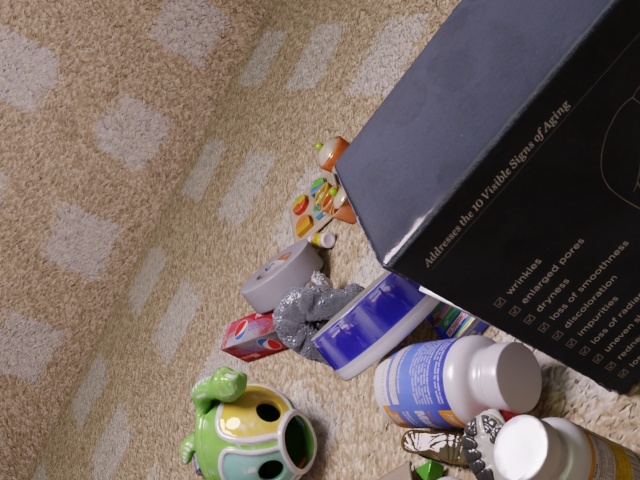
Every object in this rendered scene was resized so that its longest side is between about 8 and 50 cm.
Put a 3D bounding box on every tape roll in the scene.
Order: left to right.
[{"bbox_3d":[-0.099,0.091,1.908,0.219,0.072,0.219,-36,12,9],"label":"tape roll"}]

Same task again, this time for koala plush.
[{"bbox_3d":[-0.005,0.164,1.698,0.221,0.203,0.196,-94,16,-81],"label":"koala plush"}]

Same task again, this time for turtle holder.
[{"bbox_3d":[-0.144,0.402,1.603,0.227,0.243,0.320,-9,94,32],"label":"turtle holder"}]

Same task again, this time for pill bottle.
[{"bbox_3d":[0.000,0.000,1.953,0.083,0.043,0.043,-5,62,57],"label":"pill bottle"},{"bbox_3d":[0.231,0.242,1.265,0.272,0.152,0.152,-19,51,52],"label":"pill bottle"},{"bbox_3d":[0.332,0.304,0.989,0.117,0.208,0.117,-38,37,37],"label":"pill bottle"}]

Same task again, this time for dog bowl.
[{"bbox_3d":[0.110,0.147,1.448,0.265,0.104,0.265,-42,-2,-2],"label":"dog bowl"}]

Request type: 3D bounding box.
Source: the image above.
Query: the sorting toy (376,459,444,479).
[{"bbox_3d":[0.118,0.518,1.329,0.348,0.047,0.196,-42,31,32],"label":"sorting toy"}]

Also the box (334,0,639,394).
[{"bbox_3d":[0.363,-0.112,1.019,0.480,0.472,0.297,-51,31,19],"label":"box"}]

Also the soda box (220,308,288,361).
[{"bbox_3d":[-0.149,0.242,1.938,0.263,0.092,0.083,-25,44,47],"label":"soda box"}]

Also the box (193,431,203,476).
[{"bbox_3d":[-0.268,0.498,1.973,0.225,0.036,0.136,-55,30,17],"label":"box"}]

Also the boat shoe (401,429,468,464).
[{"bbox_3d":[0.216,0.359,1.297,0.152,0.049,0.056,3,70,39],"label":"boat shoe"}]

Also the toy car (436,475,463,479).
[{"bbox_3d":[0.202,0.465,1.122,0.159,0.182,0.136,-50,-12,-39],"label":"toy car"}]

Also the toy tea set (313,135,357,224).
[{"bbox_3d":[0.035,-0.153,1.825,0.200,0.124,0.336,-60,16,4],"label":"toy tea set"}]

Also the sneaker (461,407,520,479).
[{"bbox_3d":[0.307,0.376,1.072,0.107,0.118,0.279,-34,64,42],"label":"sneaker"}]

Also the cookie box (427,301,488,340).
[{"bbox_3d":[0.260,0.149,1.410,0.092,0.040,0.107,-52,31,15],"label":"cookie box"}]

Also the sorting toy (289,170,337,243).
[{"bbox_3d":[-0.023,-0.094,2.075,0.208,0.038,0.193,-47,33,27],"label":"sorting toy"}]

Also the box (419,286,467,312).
[{"bbox_3d":[0.272,0.116,1.235,0.145,0.186,0.038,24,87,43],"label":"box"}]
